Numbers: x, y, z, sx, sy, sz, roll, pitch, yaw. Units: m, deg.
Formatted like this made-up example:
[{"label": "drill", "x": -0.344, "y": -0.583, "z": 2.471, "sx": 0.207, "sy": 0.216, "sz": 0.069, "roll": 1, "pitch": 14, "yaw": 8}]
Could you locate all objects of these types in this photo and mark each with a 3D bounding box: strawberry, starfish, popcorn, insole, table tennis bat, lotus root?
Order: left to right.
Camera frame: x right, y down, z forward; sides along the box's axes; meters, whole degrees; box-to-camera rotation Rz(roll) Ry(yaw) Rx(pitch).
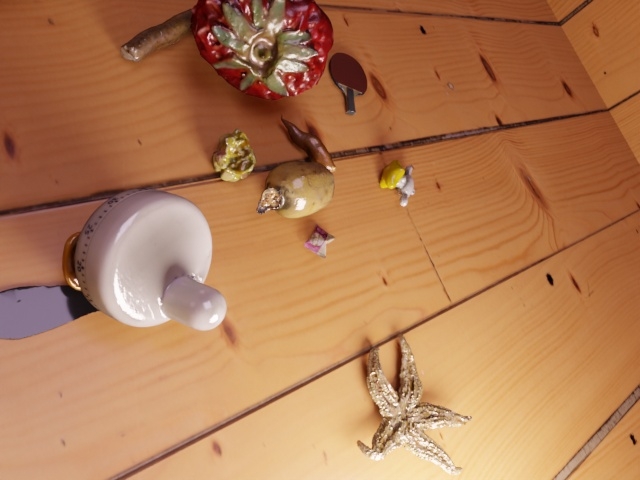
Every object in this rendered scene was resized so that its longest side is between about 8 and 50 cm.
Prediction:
[{"label": "insole", "x": -0.443, "y": 0.108, "z": 0.795, "sx": 0.253, "sy": 0.005, "sz": 0.086, "roll": -12, "pitch": 76, "yaw": -34}, {"label": "popcorn", "x": -0.186, "y": -0.189, "z": 1.039, "sx": 0.096, "sy": 0.089, "sz": 0.109, "roll": 17, "pitch": 57, "yaw": -37}, {"label": "strawberry", "x": -0.146, "y": -0.509, "z": 1.121, "sx": 0.317, "sy": 0.295, "sz": 0.345, "roll": 0, "pitch": 35, "yaw": -14}, {"label": "lotus root", "x": -0.056, "y": -0.115, "z": 1.066, "sx": 0.220, "sy": 0.118, "sz": 0.125, "roll": -18, "pitch": 62, "yaw": -39}, {"label": "table tennis bat", "x": 0.083, "y": -0.456, "z": 1.361, "sx": 0.130, "sy": 0.019, "sz": 0.221, "roll": 12, "pitch": 62, "yaw": -28}, {"label": "starfish", "x": 0.204, "y": 0.381, "z": 1.039, "sx": 0.302, "sy": 0.060, "sz": 0.299, "roll": 36, "pitch": 49, "yaw": -6}]

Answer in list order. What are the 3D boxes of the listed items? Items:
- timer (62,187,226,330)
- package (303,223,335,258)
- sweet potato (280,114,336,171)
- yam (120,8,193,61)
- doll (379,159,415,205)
[{"label": "timer", "x": -0.271, "y": 0.035, "z": 0.782, "sx": 0.233, "sy": 0.240, "sz": 0.234, "roll": -34, "pitch": 131, "yaw": -49}, {"label": "package", "x": 0.000, "y": 0.000, "z": 1.102, "sx": 0.059, "sy": 0.029, "sz": 0.083, "roll": 34, "pitch": 45, "yaw": -6}, {"label": "sweet potato", "x": -0.031, "y": -0.244, "z": 1.178, "sx": 0.195, "sy": 0.056, "sz": 0.056, "roll": 42, "pitch": 54, "yaw": -3}, {"label": "yam", "x": -0.359, "y": -0.472, "z": 1.077, "sx": 0.057, "sy": 0.057, "sz": 0.241, "roll": 44, "pitch": 52, "yaw": -8}, {"label": "doll", "x": 0.227, "y": -0.170, "z": 1.298, "sx": 0.113, "sy": 0.071, "sz": 0.135, "roll": 53, "pitch": 48, "yaw": -11}]
